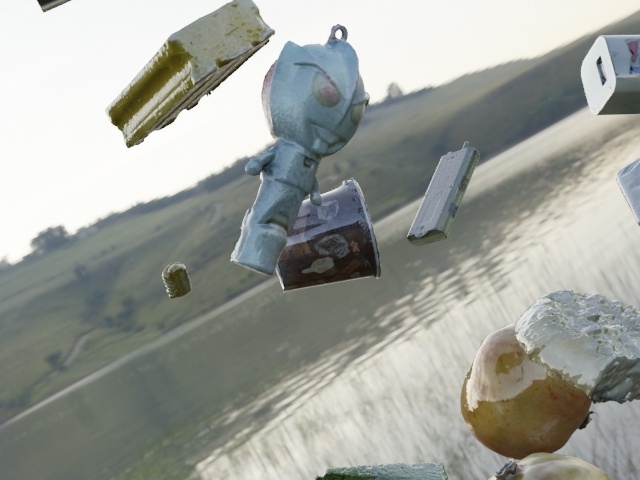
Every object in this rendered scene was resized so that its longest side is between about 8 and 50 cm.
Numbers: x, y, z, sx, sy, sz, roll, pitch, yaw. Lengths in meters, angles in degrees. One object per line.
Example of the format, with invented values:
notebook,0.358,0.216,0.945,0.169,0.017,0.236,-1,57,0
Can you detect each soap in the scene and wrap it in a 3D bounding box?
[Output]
soap,-0.225,-0.280,1.531,0.199,0.091,0.315,-42,8,-33

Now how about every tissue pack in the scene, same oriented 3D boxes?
tissue pack,0.702,-0.109,1.808,0.185,0.081,0.257,-34,17,20

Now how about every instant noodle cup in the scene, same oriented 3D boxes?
instant noodle cup,0.000,0.000,1.894,0.208,0.217,0.217,-15,-1,-4

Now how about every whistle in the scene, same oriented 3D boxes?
whistle,-0.030,-0.124,1.185,0.142,0.134,0.346,34,-105,-64

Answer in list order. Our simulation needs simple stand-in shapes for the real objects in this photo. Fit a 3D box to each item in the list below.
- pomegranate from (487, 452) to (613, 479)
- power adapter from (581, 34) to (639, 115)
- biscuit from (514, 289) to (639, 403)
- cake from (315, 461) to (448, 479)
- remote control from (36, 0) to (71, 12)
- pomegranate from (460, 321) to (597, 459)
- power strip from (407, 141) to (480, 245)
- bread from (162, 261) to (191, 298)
pomegranate,0.412,0.549,1.663,0.333,0.332,0.332,-29,0,0
power adapter,0.630,-0.320,1.760,0.205,0.130,0.125,-4,-25,-9
biscuit,0.323,0.117,1.041,0.281,0.179,0.084,4,-68,-43
cake,0.114,0.443,1.605,0.235,0.100,0.099,4,16,12
remote control,-0.351,-0.519,1.682,0.378,0.044,0.107,-27,2,-9
pomegranate,0.503,0.362,2.155,0.338,0.338,0.338,-29,0,0
power strip,0.249,-0.100,1.797,0.092,0.034,0.268,-17,38,49
bread,-0.270,0.073,1.702,0.049,0.033,0.088,-29,-36,-13
